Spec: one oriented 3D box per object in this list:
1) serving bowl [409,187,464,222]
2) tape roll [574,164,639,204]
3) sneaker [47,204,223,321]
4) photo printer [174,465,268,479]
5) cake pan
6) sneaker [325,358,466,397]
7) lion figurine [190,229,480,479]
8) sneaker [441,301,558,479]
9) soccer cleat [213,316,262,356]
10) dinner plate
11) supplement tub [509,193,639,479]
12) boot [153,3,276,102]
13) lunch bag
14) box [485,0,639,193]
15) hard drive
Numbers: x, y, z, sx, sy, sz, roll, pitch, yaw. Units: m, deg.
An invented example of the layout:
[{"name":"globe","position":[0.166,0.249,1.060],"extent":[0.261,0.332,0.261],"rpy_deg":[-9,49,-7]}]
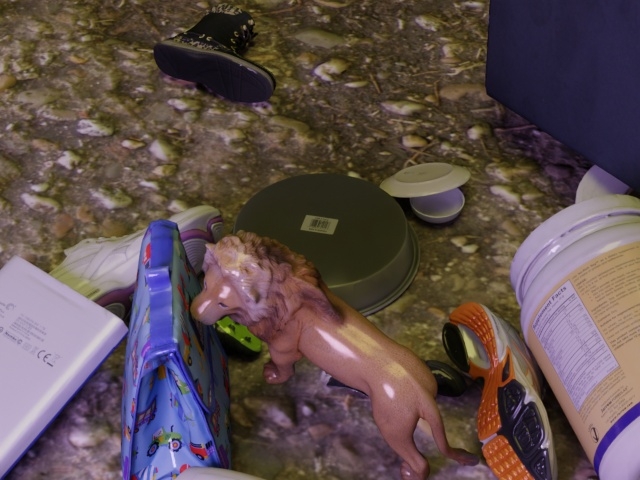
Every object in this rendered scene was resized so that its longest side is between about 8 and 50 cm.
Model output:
[{"name":"serving bowl","position":[0.176,-0.053,1.920],"extent":[0.083,0.027,0.083],"rpy_deg":[-1,42,1]},{"name":"tape roll","position":[0.502,-0.012,1.808],"extent":[0.286,0.100,0.286],"rpy_deg":[-2,42,1]},{"name":"sneaker","position":[-0.274,0.021,1.794],"extent":[0.305,0.114,0.152],"rpy_deg":[-34,52,-30]},{"name":"photo printer","position":[-0.109,0.393,1.386],"extent":[0.256,0.107,0.307],"rpy_deg":[19,46,21]},{"name":"cake pan","position":[0.000,0.000,1.852],"extent":[0.293,0.054,0.293],"rpy_deg":[-1,42,1]},{"name":"sneaker","position":[0.097,0.184,1.651],"extent":[0.170,0.051,0.089],"rpy_deg":[23,51,29]},{"name":"lion figurine","position":[0.031,0.134,1.506],"extent":[0.392,0.240,0.142],"rpy_deg":[27,64,10]},{"name":"sneaker","position":[0.253,0.198,1.597],"extent":[0.121,0.099,0.263],"rpy_deg":[15,48,-43]},{"name":"soccer cleat","position":[-0.163,0.116,1.733],"extent":[0.178,0.072,0.060],"rpy_deg":[30,23,5]},{"name":"dinner plate","position":[0.159,-0.097,1.939],"extent":[0.141,0.017,0.141],"rpy_deg":[-10,19,3]},{"name":"supplement tub","position":[0.386,0.130,1.531],"extent":[0.241,0.241,0.331],"rpy_deg":[-13,50,-12]},{"name":"boot","position":[-0.148,-0.332,2.200],"extent":[0.236,0.085,0.178],"rpy_deg":[20,44,23]},{"name":"lunch bag","position":[-0.187,0.136,1.533],"extent":[0.138,0.293,0.221],"rpy_deg":[-4,43,-2]},{"name":"box","position":[0.567,-0.304,1.881],"extent":[0.471,0.298,0.480],"rpy_deg":[-14,30,-20]},{"name":"hard drive","position":[-0.423,0.183,1.616],"extent":[0.210,0.040,0.319],"rpy_deg":[27,66,29]}]
